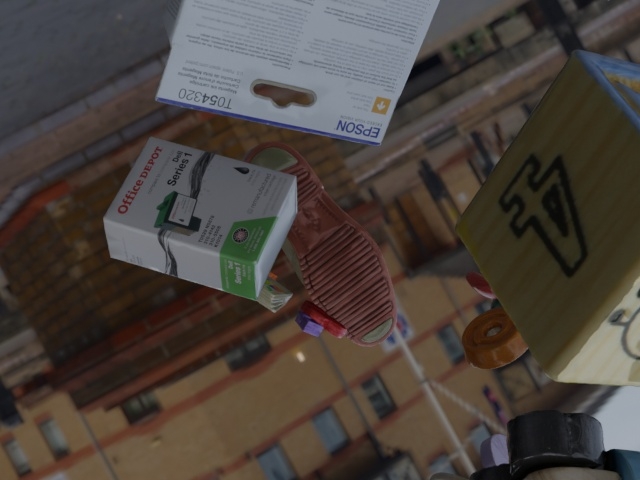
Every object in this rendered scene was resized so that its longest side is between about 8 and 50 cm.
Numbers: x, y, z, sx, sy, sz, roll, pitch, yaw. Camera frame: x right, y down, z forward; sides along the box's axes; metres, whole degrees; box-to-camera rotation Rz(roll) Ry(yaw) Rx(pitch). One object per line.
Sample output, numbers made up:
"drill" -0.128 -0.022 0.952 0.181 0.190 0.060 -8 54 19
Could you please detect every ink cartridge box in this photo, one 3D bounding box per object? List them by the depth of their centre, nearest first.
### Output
"ink cartridge box" -0.015 -0.299 1.469 0.324 0.071 0.330 9 117 -28
"ink cartridge box" -0.160 -0.032 1.618 0.092 0.219 0.160 91 18 -53

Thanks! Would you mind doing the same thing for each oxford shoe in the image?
"oxford shoe" 0.000 0.000 2.051 0.140 0.397 0.146 -32 -170 -7

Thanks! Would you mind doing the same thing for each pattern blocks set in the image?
"pattern blocks set" -0.123 0.047 1.805 0.026 0.325 0.285 -56 161 5

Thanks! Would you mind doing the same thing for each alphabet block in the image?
"alphabet block" 0.264 -0.013 0.997 0.192 0.193 0.197 8 129 -32

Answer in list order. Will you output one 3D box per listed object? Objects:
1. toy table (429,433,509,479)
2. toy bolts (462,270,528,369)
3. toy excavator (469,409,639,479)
"toy table" 0.331 0.495 2.152 0.161 0.274 0.252 -37 171 27
"toy bolts" 0.296 0.128 1.686 0.218 0.158 0.228 -35 -153 -6
"toy excavator" 0.384 0.397 1.383 0.445 0.222 0.433 9 147 -6
